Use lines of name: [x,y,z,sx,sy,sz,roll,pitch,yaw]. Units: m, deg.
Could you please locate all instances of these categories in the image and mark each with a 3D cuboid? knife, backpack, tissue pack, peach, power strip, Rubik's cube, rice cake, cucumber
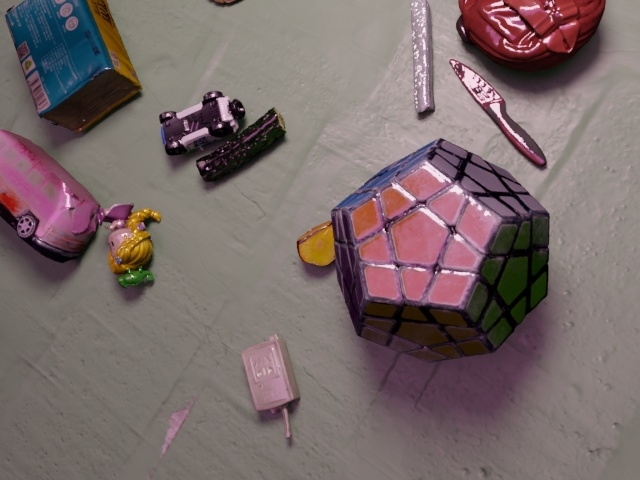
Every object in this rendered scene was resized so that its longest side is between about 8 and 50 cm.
knife: [0.292,-0.218,0.935,0.035,0.018,0.247,-37,71,13]
backpack: [0.330,-0.369,0.879,0.229,0.139,0.229,-5,76,19]
tissue pack: [-0.503,-0.385,1.161,0.192,0.134,0.270,-28,74,12]
peach: [0.000,0.000,0.980,0.078,0.050,0.083,17,97,-3]
power strip: [-0.080,0.252,0.973,0.075,0.042,0.175,-21,76,13]
Rubik's cube: [0.163,0.016,0.809,0.319,0.319,0.264,-33,98,11]
rice cake: [0.177,-0.319,0.980,0.033,0.033,0.207,-5,81,28]
cucumber: [-0.147,-0.173,1.053,0.187,0.058,0.058,-32,73,12]

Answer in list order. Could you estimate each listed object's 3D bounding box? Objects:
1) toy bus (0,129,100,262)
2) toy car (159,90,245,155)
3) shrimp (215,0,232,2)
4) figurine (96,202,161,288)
toy bus: [-0.579,-0.095,1.146,0.303,0.127,0.147,37,91,20]
toy car: [-0.224,-0.221,1.077,0.171,0.070,0.080,-19,76,17]
shrimp: [-0.155,-0.531,1.117,0.180,0.041,0.099,-14,79,15]
figurine: [-0.352,0.008,1.086,0.115,0.095,0.156,-14,79,-24]
